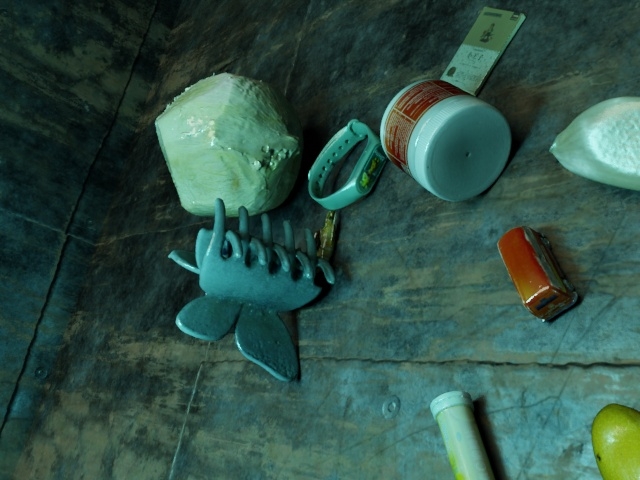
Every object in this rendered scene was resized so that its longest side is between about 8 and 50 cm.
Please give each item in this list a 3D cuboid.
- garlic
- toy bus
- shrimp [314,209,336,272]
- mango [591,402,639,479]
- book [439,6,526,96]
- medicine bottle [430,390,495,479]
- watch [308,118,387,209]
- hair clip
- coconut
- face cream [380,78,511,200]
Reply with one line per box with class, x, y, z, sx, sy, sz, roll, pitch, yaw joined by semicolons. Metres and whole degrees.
garlic;0.515;-0.145;1.103;0.318;0.112;0.143;22;110;50
toy bus;0.358;0.048;1.212;0.079;0.077;0.174;-42;39;28
shrimp;0.007;0.002;1.760;0.095;0.045;0.162;161;124;-73
mango;0.457;0.294;0.893;0.262;0.109;0.157;25;99;61
book;0.355;-0.421;1.586;0.198;0.016;0.138;-59;34;7
medicine bottle;0.243;0.358;1.168;0.074;0.074;0.218;-42;41;29
watch;0.069;-0.186;1.753;0.195;0.068;0.237;15;75;51
hair clip;-0.156;0.078;1.649;0.238;0.318;0.392;-53;33;29
coconut;-0.215;-0.249;1.917;0.405;0.405;0.404;-32;45;38
face cream;0.244;-0.203;1.422;0.201;0.201;0.187;-56;35;11
